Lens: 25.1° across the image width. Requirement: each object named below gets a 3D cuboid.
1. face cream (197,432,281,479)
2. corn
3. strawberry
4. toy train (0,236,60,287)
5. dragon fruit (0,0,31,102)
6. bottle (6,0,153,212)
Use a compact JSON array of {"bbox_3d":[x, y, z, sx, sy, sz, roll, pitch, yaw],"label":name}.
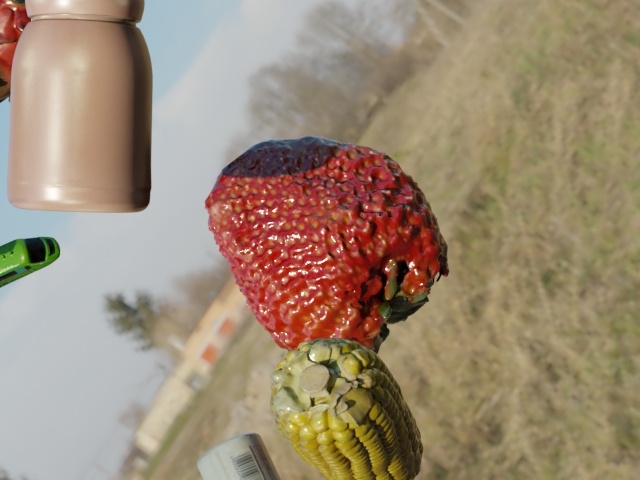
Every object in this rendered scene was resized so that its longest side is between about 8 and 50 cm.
[{"bbox_3d":[-0.078,0.399,2.007,0.101,0.252,0.101,-25,-17,-8],"label":"face cream"},{"bbox_3d":[0.041,0.214,1.662,0.144,0.144,0.387,-56,-25,-9],"label":"corn"},{"bbox_3d":[0.000,0.000,2.078,0.312,0.351,0.267,-46,-7,-12],"label":"strawberry"},{"bbox_3d":[-0.455,0.043,1.949,0.209,0.044,0.042,-24,-22,8],"label":"toy train"},{"bbox_3d":[-0.489,-0.307,2.237,0.193,0.192,0.274,4,-55,-50],"label":"dragon fruit"},{"bbox_3d":[-0.296,-0.184,1.737,0.206,0.173,0.297,7,97,59],"label":"bottle"}]
